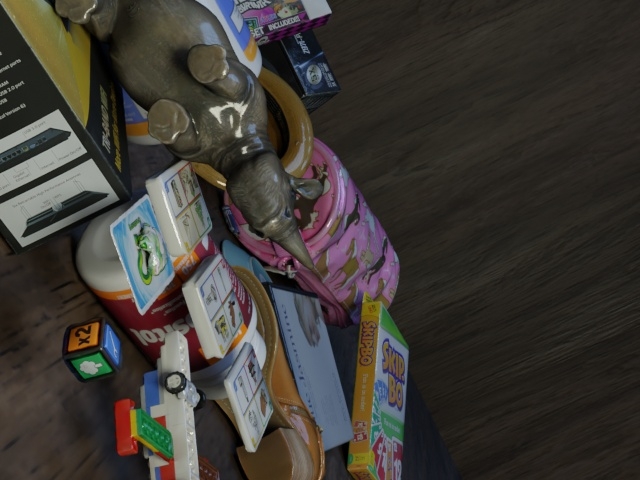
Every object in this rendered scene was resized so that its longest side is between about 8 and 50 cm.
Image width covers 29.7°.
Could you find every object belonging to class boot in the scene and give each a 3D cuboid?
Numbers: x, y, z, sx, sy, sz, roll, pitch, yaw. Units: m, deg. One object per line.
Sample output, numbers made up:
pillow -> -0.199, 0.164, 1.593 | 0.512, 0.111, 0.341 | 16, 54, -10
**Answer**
boot -> -0.047, 0.126, 1.030 | 0.152, 0.073, 0.197 | 40, 37, -74

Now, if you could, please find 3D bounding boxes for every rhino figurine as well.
rhino figurine -> -0.071, -0.084, 0.731 | 0.243, 0.073, 0.106 | 54, 4, 5

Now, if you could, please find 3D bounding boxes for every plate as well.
plate -> -0.059, 0.080, 1.354 | 0.188, 0.024, 0.188 | 63, 6, -12

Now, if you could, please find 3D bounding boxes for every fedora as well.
fedora -> -0.104, -0.121, 1.384 | 0.194, 0.194, 0.079 | 66, -32, 20

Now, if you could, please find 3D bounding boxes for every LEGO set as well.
LEGO set -> -0.091, 0.065, 0.675 | 0.244, 0.060, 0.182 | -67, 140, -74

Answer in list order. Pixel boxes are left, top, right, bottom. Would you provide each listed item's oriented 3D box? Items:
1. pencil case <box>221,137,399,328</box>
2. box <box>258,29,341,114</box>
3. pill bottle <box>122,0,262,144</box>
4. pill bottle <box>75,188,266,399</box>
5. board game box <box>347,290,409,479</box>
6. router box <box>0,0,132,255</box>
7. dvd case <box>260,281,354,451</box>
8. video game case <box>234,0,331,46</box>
pencil case -> 0.000, 0.000, 1.583 | 0.160, 0.167, 0.386 | 40, -3, 22
box -> -0.083, -0.217, 1.616 | 0.077, 0.180, 0.147 | -15, 77, -50
pill bottle -> -0.172, -0.228, 1.021 | 0.272, 0.152, 0.152 | 61, 6, -32
pill bottle -> -0.097, 0.042, 0.835 | 0.152, 0.086, 0.086 | 59, 8, -42
board game box -> 0.077, 0.201, 1.552 | 0.124, 0.039, 0.259 | 58, 28, -49
router box -> -0.214, -0.174, 0.740 | 0.243, 0.081, 0.309 | 60, 7, -35
dvd case -> -0.014, 0.139, 1.308 | 0.253, 0.022, 0.180 | 24, 51, -78
video game case -> -0.131, -0.334, 1.514 | 0.210, 0.232, 0.042 | 66, -19, 10
